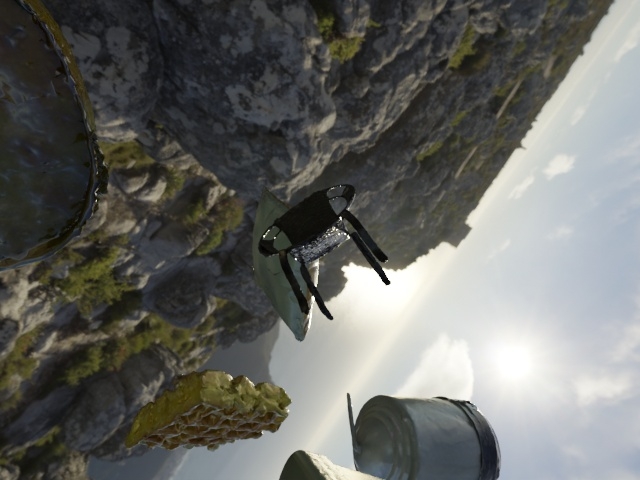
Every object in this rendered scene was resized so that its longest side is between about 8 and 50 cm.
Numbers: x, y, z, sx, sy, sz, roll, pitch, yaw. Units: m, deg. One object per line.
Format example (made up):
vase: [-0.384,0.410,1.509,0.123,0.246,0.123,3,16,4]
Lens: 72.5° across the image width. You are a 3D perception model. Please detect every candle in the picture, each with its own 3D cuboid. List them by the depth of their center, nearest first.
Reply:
candle: [0.198,0.441,0.919,0.343,0.221,0.221,13,119,-28]

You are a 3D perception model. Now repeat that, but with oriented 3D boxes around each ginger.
ginger: [-0.338,0.408,1.195,0.074,0.138,0.213,-53,176,-15]

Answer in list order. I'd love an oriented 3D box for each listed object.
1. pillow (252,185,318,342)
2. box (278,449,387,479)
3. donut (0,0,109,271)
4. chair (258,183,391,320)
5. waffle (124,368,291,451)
pillow: [-0.094,0.048,1.096,0.119,0.310,0.311,-7,116,-24]
box: [0.094,0.411,0.358,0.177,0.344,0.351,143,-34,-73]
donut: [-0.283,-0.096,0.296,0.273,0.107,0.271,-11,133,-12]
chair: [0.000,0.000,0.651,0.174,0.213,0.149,-33,155,2]
waffle: [-0.164,0.286,0.699,0.229,0.057,0.219,-38,136,28]
